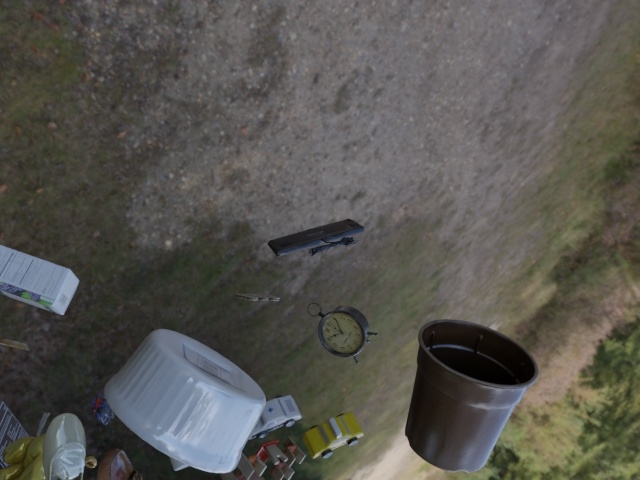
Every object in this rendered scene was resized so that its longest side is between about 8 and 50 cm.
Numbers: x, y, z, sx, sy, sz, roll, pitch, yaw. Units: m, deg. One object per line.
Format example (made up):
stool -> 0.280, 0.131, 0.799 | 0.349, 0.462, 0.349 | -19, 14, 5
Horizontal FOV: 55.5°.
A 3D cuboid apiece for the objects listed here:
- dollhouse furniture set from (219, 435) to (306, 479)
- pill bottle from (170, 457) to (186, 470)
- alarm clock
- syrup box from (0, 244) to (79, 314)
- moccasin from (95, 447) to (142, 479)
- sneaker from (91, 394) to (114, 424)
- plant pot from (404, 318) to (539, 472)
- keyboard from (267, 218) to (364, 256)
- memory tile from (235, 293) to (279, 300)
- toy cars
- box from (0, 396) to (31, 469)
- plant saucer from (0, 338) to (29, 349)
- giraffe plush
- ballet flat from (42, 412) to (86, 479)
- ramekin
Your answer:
dollhouse furniture set -> -0.220, 0.743, 1.957 | 0.262, 0.135, 0.259 | 11, 116, -54
pill bottle -> -0.416, 0.489, 1.766 | 0.176, 0.318, 0.176 | -23, 163, -7
alarm clock -> 0.047, 0.224, 1.588 | 0.129, 0.192, 0.064 | -59, 172, 24
syrup box -> -0.684, 0.080, 1.373 | 0.093, 0.237, 0.096 | 111, -3, -68
moccasin -> -0.539, 0.773, 1.760 | 0.147, 0.379, 0.139 | -9, -169, 19
sneaker -> -0.714, 0.550, 1.996 | 0.221, 0.087, 0.083 | 138, -25, -73
plant pot -> 0.201, 0.225, 0.864 | 0.167, 0.167, 0.165 | -12, 121, -46
keyboard -> 0.000, 0.000, 2.018 | 0.317, 0.201, 0.033 | -17, 113, -18
memory tile -> -0.210, 0.188, 2.007 | 0.113, 0.148, 0.012 | 4, 89, -28
toy cars -> -0.057, 0.575, 1.922 | 0.087, 0.394, 0.176 | 96, 10, -49
box -> -1.021, 0.693, 1.890 | 0.183, 0.293, 0.296 | -30, -164, -11
plant saucer -> -0.805, 0.272, 1.597 | 0.083, 0.084, 0.015 | 56, 44, -65
giraffe plush -> -0.662, 0.556, 1.490 | 0.170, 0.182, 0.210 | 52, 55, -40
ballet flat -> -0.491, 0.459, 1.181 | 0.086, 0.086, 0.248 | -9, 113, -49
ramekin -> -0.233, 0.278, 1.100 | 0.135, 0.277, 0.277 | -58, 155, -3
